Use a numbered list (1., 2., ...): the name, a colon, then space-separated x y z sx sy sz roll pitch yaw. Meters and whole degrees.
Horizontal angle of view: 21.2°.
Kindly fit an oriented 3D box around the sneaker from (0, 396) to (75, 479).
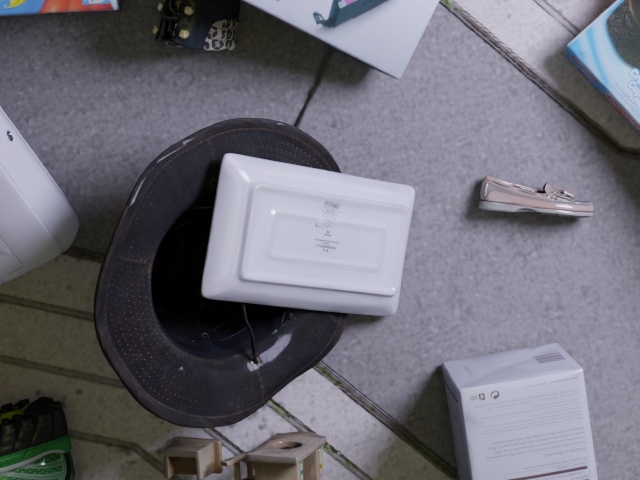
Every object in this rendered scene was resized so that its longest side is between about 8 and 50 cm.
1. sneaker: -0.421 0.279 1.782 0.343 0.134 0.146 -14 99 -3

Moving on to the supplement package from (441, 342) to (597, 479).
1. supplement package: 0.219 0.250 1.825 0.133 0.139 0.244 -9 100 -2

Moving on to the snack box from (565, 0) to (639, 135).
1. snack box: 0.432 -0.145 1.789 0.187 0.060 0.322 -42 83 2

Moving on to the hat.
1. hat: -0.121 0.024 1.751 0.331 0.134 0.331 -9 104 -41

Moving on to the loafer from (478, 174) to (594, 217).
1. loafer: 0.233 -0.047 1.835 0.125 0.045 0.039 4 91 -2

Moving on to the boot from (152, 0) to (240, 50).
1. boot: -0.139 -0.280 1.697 0.085 0.236 0.179 19 103 31

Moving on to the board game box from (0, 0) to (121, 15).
1. board game box: -0.342 -0.293 1.705 0.275 0.144 0.142 -4 98 -5

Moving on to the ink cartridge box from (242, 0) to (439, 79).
1. ink cartridge box: 0.026 -0.320 1.706 0.275 0.060 0.239 22 97 -40

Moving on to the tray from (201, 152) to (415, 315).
1. tray: 0.000 0.000 1.747 0.270 0.030 0.145 8 91 -42

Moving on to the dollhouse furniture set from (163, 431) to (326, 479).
1. dollhouse furniture set: -0.079 0.304 1.851 0.161 0.101 0.182 2 99 20

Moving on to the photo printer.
1. photo printer: -0.423 -0.072 1.679 0.256 0.107 0.307 -25 123 14
